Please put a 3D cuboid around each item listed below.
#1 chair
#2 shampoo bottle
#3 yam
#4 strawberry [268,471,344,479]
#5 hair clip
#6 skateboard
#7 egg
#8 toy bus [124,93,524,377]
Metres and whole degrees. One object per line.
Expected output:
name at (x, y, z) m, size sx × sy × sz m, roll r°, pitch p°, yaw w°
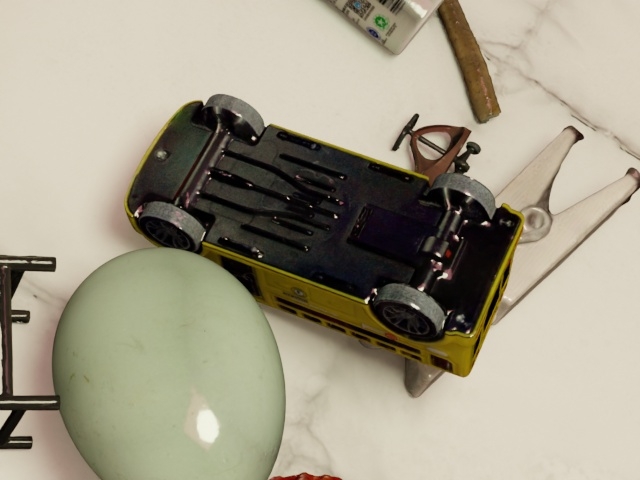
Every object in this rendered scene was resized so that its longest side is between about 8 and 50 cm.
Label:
chair at (-0.347, 0.092, 1.007) m, size 0.260 × 0.154 × 0.141 m, roll 3°, pitch 66°, yaw -22°
shampoo bottle at (-0.009, -0.321, 1.340) m, size 0.303 × 0.092 × 0.092 m, roll 39°, pitch 61°, yaw 0°
yam at (0.159, -0.194, 1.380) m, size 0.032 × 0.032 × 0.145 m, roll -11°, pitch 71°, yaw -24°
strawberry at (-0.017, 0.312, 1.001) m, size 0.288 × 0.250 × 0.238 m, roll 11°, pitch 95°, yaw 10°
hair clip at (0.177, 0.013, 1.266) m, size 0.101 × 0.085 × 0.331 m, roll 47°, pitch 62°, yaw 6°
skateboard at (0.101, -0.069, 1.296) m, size 0.080 × 0.067 × 0.151 m, roll 32°, pitch 55°, yaw 7°
egg at (-0.119, 0.115, 1.039) m, size 0.183 × 0.183 × 0.264 m, roll -4°, pitch 37°, yaw -22°
toy bus at (0.000, 0.000, 1.138) m, size 0.331 × 0.151 × 0.145 m, roll 20°, pitch 64°, yaw 15°
